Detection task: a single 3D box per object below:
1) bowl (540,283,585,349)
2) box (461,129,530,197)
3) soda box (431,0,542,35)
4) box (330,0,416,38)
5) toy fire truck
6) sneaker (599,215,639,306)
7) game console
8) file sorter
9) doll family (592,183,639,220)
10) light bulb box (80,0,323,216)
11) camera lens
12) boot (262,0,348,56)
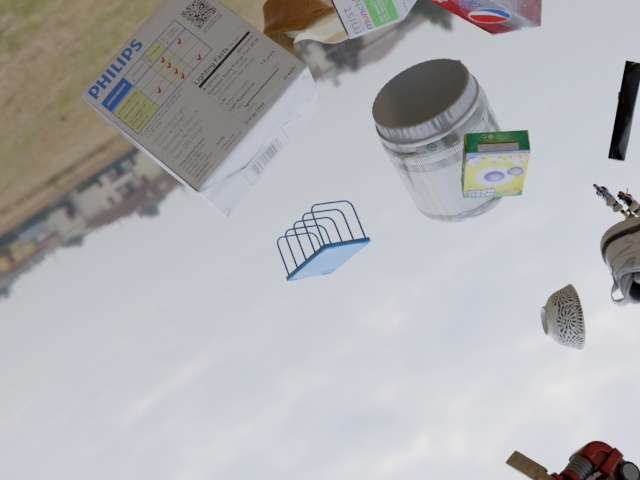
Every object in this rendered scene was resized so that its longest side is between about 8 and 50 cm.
[{"bbox_3d":[0.601,0.197,2.379,0.080,0.170,0.170,-8,-169,0],"label":"bowl"},{"bbox_3d":[0.289,-0.119,1.584,0.105,0.043,0.179,-3,156,6],"label":"box"},{"bbox_3d":[0.232,-0.391,1.429,0.092,0.083,0.263,-1,172,41],"label":"soda box"},{"bbox_3d":[0.080,-0.555,1.806,0.127,0.261,0.231,-14,-155,27],"label":"box"},{"bbox_3d":[0.594,0.557,2.262,0.217,0.246,0.158,-41,170,-34],"label":"toy fire truck"},{"bbox_3d":[0.705,0.022,1.766,0.366,0.137,0.210,-18,-153,26],"label":"sneaker"},{"bbox_3d":[0.689,-0.289,2.152,0.044,0.213,0.361,11,-171,16],"label":"game console"},{"bbox_3d":[0.000,0.000,1.999,0.118,0.104,0.170,-8,159,-35],"label":"file sorter"},{"bbox_3d":[0.662,-0.060,2.036,0.076,0.193,0.111,-34,-164,18],"label":"doll family"},{"bbox_3d":[-0.253,-0.311,2.085,0.358,0.361,0.225,-50,164,-5],"label":"light bulb box"},{"bbox_3d":[0.244,-0.187,1.849,0.220,0.274,0.219,-20,-140,18],"label":"camera lens"},{"bbox_3d":[-0.021,-0.553,2.234,0.295,0.104,0.211,-24,-123,28],"label":"boot"}]
